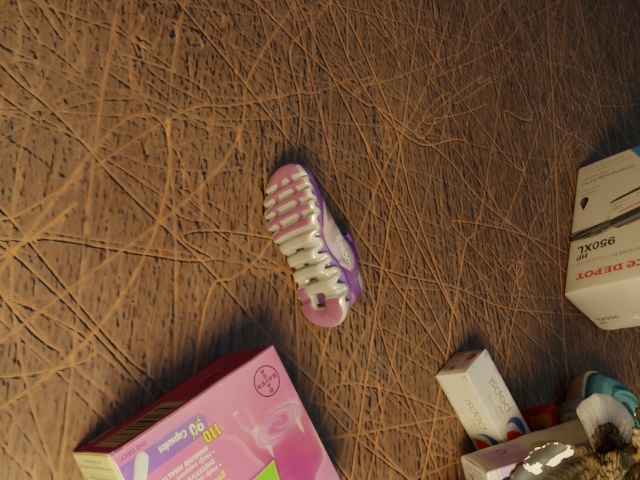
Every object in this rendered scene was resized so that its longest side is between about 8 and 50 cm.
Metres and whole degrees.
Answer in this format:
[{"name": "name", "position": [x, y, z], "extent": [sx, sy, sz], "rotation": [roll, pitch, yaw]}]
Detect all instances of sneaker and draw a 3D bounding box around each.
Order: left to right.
[{"name": "sneaker", "position": [0.000, 0.000, 0.847], "extent": [0.104, 0.095, 0.236], "rotation": [-22, 95, -48]}]

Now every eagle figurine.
[{"name": "eagle figurine", "position": [0.374, 0.373, 0.790], "extent": [0.225, 0.298, 0.226], "rotation": [4, 32, -48]}]

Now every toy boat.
[{"name": "toy boat", "position": [0.518, 0.362, 1.096], "extent": [0.318, 0.148, 0.268], "rotation": [24, 57, -30]}]

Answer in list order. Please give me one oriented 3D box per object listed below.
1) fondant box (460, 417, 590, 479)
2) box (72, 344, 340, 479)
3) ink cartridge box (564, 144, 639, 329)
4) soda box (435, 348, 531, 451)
[{"name": "fondant box", "position": [0.378, 0.469, 0.902], "extent": [0.238, 0.096, 0.330], "rotation": [-13, 88, -10]}, {"name": "box", "position": [-0.105, 0.276, 0.644], "extent": [0.213, 0.117, 0.243], "rotation": [-28, 94, -41]}, {"name": "ink cartridge box", "position": [0.733, -0.024, 1.316], "extent": [0.166, 0.285, 0.395], "rotation": [37, 55, -23]}, {"name": "soda box", "position": [0.285, 0.295, 0.988], "extent": [0.074, 0.069, 0.216], "rotation": [-34, 97, -39]}]
